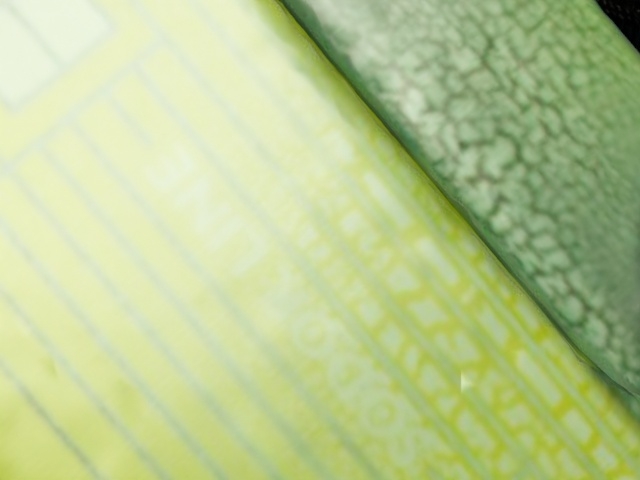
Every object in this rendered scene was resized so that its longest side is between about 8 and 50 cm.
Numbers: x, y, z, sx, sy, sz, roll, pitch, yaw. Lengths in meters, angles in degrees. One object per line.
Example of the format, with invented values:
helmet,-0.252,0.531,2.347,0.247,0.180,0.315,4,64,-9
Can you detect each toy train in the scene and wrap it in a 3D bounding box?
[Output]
toy train,0.000,0.000,0.464,0.272,0.179,0.442,-41,93,-11

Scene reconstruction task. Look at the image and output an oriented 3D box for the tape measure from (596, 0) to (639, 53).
tape measure,0.168,-0.156,0.752,0.199,0.112,0.186,23,64,18
